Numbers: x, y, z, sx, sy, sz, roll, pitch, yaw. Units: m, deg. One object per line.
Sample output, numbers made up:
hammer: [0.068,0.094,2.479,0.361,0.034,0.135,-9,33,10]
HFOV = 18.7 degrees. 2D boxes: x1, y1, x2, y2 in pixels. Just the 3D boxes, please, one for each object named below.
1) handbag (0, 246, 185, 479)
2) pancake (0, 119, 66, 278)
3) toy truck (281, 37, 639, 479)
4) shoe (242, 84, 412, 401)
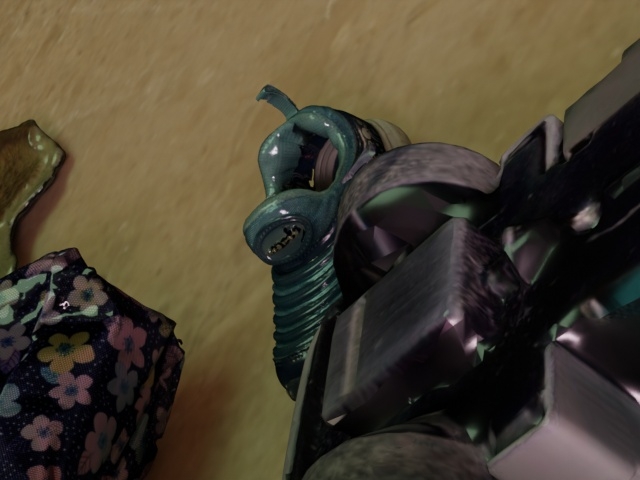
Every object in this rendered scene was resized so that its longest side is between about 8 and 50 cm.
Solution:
handbag: [-0.163,0.122,0.858,0.229,0.127,0.208,-26,33,44]
pancake: [-0.216,0.048,1.127,0.286,0.033,0.288,-19,44,49]
toy truck: [0.147,-0.005,0.467,0.363,0.178,0.176,-39,23,29]
shoe: [0.000,0.000,0.804,0.064,0.071,0.143,-30,42,40]
